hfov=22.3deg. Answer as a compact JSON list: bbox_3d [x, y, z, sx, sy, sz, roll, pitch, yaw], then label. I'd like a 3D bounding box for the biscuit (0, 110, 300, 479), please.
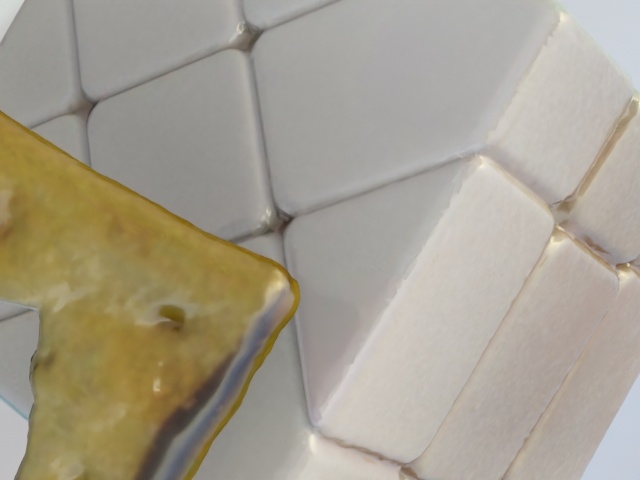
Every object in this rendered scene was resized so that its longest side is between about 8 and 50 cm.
[{"bbox_3d":[-0.121,0.047,0.718,0.174,0.183,0.039,-57,-179,2],"label":"biscuit"}]

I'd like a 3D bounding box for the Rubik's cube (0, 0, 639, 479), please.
[{"bbox_3d":[0.000,0.000,0.940,0.322,0.316,0.319,31,-89,32],"label":"Rubik's cube"}]
